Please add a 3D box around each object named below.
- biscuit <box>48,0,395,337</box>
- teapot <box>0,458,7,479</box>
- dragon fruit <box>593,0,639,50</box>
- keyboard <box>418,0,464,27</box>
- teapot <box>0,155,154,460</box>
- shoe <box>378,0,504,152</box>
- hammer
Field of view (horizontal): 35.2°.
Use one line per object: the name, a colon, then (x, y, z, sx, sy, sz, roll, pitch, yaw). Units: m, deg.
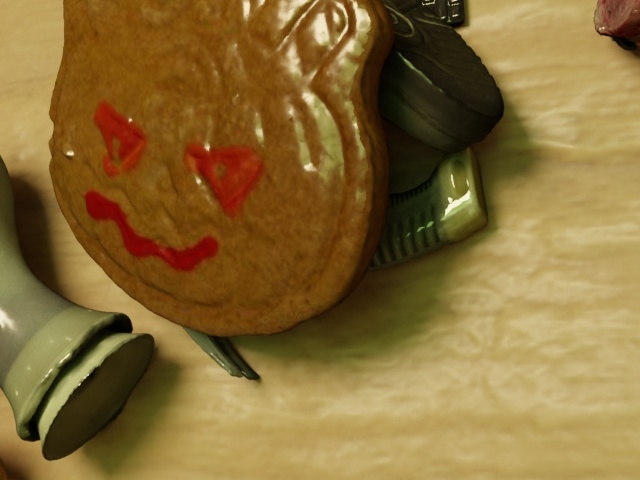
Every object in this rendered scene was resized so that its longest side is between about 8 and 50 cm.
biscuit: (-0.074, -0.072, 0.630, 0.273, 0.049, 0.257, 17, 105, 32)
teapot: (-0.317, 0.209, 0.642, 0.167, 0.311, 0.203, 1, 122, 15)
dragon fruit: (0.221, -0.153, 0.610, 0.102, 0.096, 0.147, 15, 52, 13)
keyboard: (0.067, -0.244, 0.721, 0.061, 0.013, 0.204, -7, 75, 18)
teapot: (-0.243, 0.034, 0.695, 0.251, 0.183, 0.183, 37, 92, 13)
shoe: (-0.019, -0.123, 0.680, 0.293, 0.109, 0.149, 46, 116, 23)
hammer: (0.000, 0.000, 0.674, 0.227, 0.041, 0.158, -15, 73, 16)
